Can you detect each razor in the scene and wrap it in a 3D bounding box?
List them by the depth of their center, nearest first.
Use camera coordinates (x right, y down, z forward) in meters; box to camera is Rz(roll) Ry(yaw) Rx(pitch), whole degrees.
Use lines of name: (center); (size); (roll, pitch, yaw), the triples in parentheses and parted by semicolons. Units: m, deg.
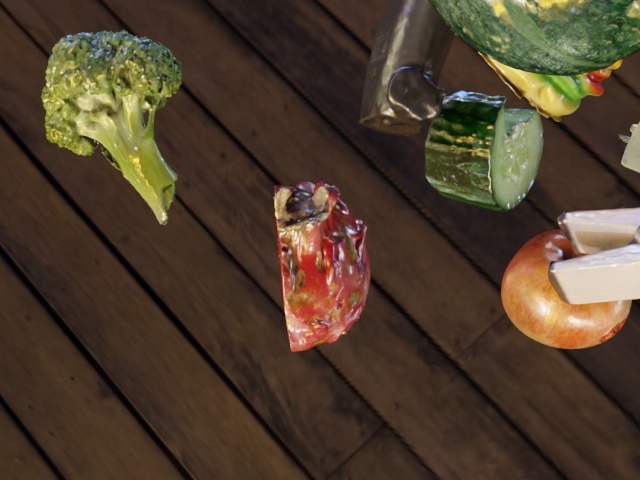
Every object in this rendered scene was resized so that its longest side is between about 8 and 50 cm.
razor: (0.152, -0.320, 1.634); (0.107, 0.189, 0.327); (21, 84, -15)

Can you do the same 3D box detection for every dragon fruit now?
dragon fruit: (0.000, 0.000, 1.519); (0.134, 0.211, 0.262); (-9, 58, 4)

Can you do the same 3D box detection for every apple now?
apple: (0.401, 0.076, 1.758); (0.209, 0.164, 0.209); (2, 46, -2)

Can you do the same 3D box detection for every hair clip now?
hair clip: (0.430, 0.009, 1.276); (0.331, 0.085, 0.101); (-6, 38, 39)

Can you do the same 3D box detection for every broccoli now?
broccoli: (-0.293, -0.214, 1.723); (0.302, 0.254, 0.186); (28, 33, 17)

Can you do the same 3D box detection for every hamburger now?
hamburger: (0.308, -0.291, 1.483); (0.149, 0.237, 0.237); (-42, 72, 28)

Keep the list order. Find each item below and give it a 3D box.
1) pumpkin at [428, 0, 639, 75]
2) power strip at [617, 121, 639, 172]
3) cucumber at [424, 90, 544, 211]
pumpkin: (0.198, -0.281, 1.013); (0.263, 0.197, 0.293); (25, 45, -32)
power strip: (0.524, -0.114, 1.568); (0.227, 0.029, 0.080); (30, 97, 40)
cucumber: (0.268, -0.139, 1.734); (0.130, 0.191, 0.191); (23, 68, 40)
